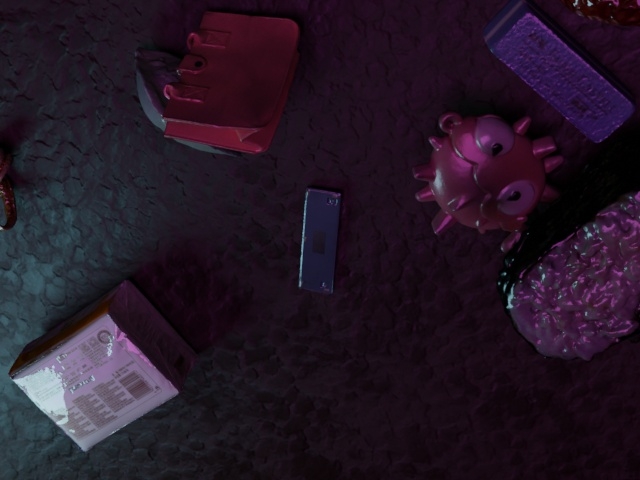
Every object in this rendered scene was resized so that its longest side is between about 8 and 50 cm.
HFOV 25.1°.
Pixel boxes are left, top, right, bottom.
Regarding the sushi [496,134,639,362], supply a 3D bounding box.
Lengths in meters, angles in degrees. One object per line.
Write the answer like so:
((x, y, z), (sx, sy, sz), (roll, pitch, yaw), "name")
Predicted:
((0.399, 0.009, 1.981), (0.211, 0.171, 0.350), (31, 120, -14), "sushi")

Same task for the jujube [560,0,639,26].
((0.390, -0.380, 1.756), (0.212, 0.213, 0.232), (14, 110, 5), "jujube")

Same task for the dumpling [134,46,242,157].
((-0.187, -0.196, 2.035), (0.216, 0.149, 0.105), (42, 80, -3), "dumpling")

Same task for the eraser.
((0.324, -0.233, 1.956), (0.225, 0.036, 0.082), (40, 121, -11), "eraser")

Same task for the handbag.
((-0.120, -0.220, 1.960), (0.157, 0.213, 0.059), (11, 143, 9), "handbag")

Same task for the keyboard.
((-0.001, 0.000, 2.168), (0.055, 0.014, 0.176), (9, 120, 8), "keyboard")

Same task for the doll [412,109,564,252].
((0.239, -0.083, 2.020), (0.211, 0.093, 0.262), (-22, 122, 11), "doll")

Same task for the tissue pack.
((-0.343, 0.198, 2.289), (0.225, 0.124, 0.185), (-32, 107, 25), "tissue pack")

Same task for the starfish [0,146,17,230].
((-0.553, -0.087, 2.210), (0.189, 0.074, 0.146), (12, 119, 6), "starfish")
